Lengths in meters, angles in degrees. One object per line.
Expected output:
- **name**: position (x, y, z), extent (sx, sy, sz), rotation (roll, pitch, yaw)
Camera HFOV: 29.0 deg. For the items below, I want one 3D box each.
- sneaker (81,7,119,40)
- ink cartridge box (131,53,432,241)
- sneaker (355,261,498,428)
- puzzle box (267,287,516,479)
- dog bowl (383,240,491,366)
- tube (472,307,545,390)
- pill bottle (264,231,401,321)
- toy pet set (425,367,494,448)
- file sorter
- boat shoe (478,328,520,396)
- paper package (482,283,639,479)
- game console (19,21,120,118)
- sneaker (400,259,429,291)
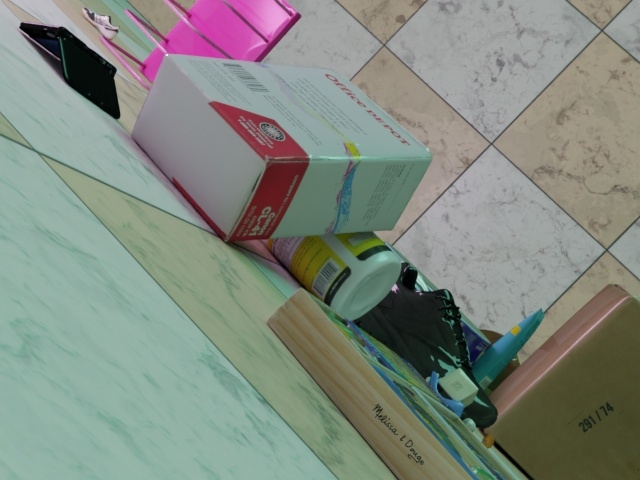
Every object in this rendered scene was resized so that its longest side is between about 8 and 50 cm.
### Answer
- **sneaker**: position (-0.428, -0.430, 2.414), extent (0.083, 0.037, 0.032), rotation (42, 6, -8)
- **ink cartridge box**: position (-0.045, -0.116, 1.547), extent (0.306, 0.131, 0.226), rotation (-2, 39, -48)
- **sneaker**: position (0.158, 0.140, 1.733), extent (0.286, 0.130, 0.109), rotation (48, 3, 27)
- **puzzle box**: position (0.138, 0.228, 1.185), extent (0.409, 0.052, 0.272), rotation (47, 4, 35)
- **dog bowl**: position (0.169, 0.126, 2.155), extent (0.265, 0.104, 0.265), rotation (44, 4, -4)
- **tube**: position (0.322, 0.199, 2.190), extent (0.052, 0.207, 0.080), rotation (46, 3, 14)
- **pill bottle**: position (0.000, 0.000, 1.667), extent (0.208, 0.119, 0.119), rotation (46, 5, 24)
- **toy pet set**: position (0.159, 0.223, 1.567), extent (0.122, 0.065, 0.114), rotation (49, -29, 26)
- **file sorter**: position (-0.230, -0.399, 2.293), extent (0.202, 0.290, 0.182), rotation (47, 7, 30)
- **boat shoe**: position (0.330, 0.274, 2.324), extent (0.341, 0.122, 0.110), rotation (-122, -158, -64)
- **paper package**: position (0.468, 0.282, 1.981), extent (0.309, 0.325, 0.168), rotation (45, 5, -1)
- **game console**: position (-0.309, -0.209, 1.526), extent (0.107, 0.071, 0.122), rotation (12, -13, 28)
- **sneaker**: position (0.049, 0.049, 1.952), extent (0.283, 0.110, 0.122), rotation (38, 14, 17)
